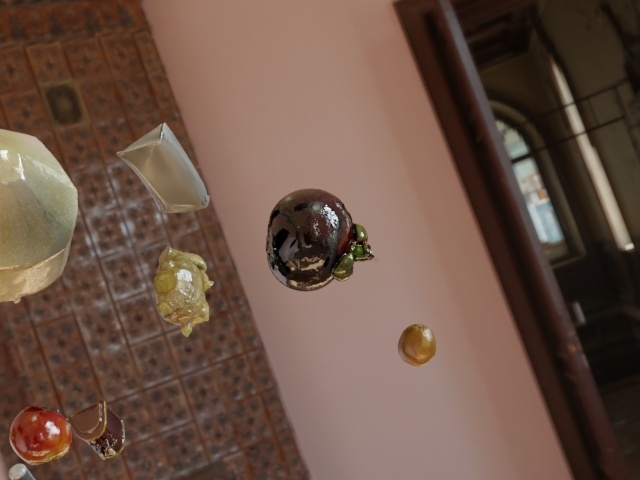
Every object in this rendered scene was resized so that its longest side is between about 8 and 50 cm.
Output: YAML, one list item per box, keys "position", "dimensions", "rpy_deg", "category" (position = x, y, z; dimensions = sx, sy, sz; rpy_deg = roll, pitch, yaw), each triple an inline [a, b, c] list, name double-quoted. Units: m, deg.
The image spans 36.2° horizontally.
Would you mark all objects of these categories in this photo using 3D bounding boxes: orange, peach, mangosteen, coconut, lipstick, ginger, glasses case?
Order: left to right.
- position: [-0.640, -0.055, 1.899]
  dimensions: [0.352, 0.352, 0.352]
  rpy_deg: [-20, -3, -1]
  category: "coconut"
- position: [-0.635, 0.543, 2.145]
  dimensions: [0.040, 0.141, 0.040]
  rpy_deg: [-11, 39, 9]
  category: "lipstick"
- position: [-0.436, 0.299, 1.519]
  dimensions: [0.098, 0.098, 0.061]
  rpy_deg: [-19, -13, -10]
  category: "peach"
- position: [-0.362, -0.164, 2.267]
  dimensions: [0.128, 0.083, 0.308]
  rpy_deg: [-17, -30, 4]
  category: "glasses case"
- position: [-0.313, 0.118, 2.210]
  dimensions: [0.102, 0.216, 0.157]
  rpy_deg: [-19, -28, 25]
  category: "ginger"
- position: [-0.009, -0.005, 2.032]
  dimensions: [0.216, 0.216, 0.216]
  rpy_deg: [-20, -3, -1]
  category: "mangosteen"
- position: [0.189, 0.205, 1.917]
  dimensions: [0.085, 0.085, 0.085]
  rpy_deg: [-20, -3, -1]
  category: "orange"

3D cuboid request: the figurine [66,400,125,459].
- position: [-0.440, 0.403, 1.995]
  dimensions: [0.082, 0.098, 0.154]
  rpy_deg: [-28, -34, -6]
  category: "figurine"
